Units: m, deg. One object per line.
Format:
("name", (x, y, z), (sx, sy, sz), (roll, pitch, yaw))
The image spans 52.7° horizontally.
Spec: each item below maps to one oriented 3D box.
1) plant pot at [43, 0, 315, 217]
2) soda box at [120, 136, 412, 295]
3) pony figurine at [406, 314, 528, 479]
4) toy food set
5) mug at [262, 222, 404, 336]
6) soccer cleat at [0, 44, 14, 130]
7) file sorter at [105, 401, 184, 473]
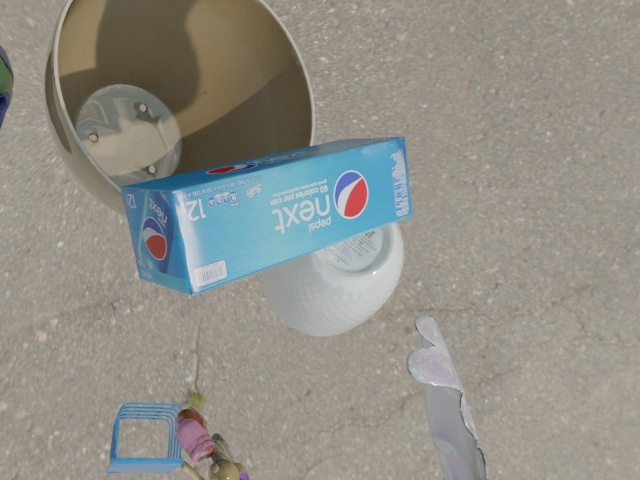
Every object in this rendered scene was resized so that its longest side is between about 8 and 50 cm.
("plant pot", (-0.175, -0.136, 0.712), (0.284, 0.191, 0.284), (9, 75, -38))
("soda box", (-0.028, -0.027, 0.470), (0.210, 0.071, 0.067), (-18, 107, -39))
("pony figurine", (0.140, 0.257, 0.472), (0.364, 0.351, 0.302), (9, 59, 6))
("toy food set", (-0.084, 0.156, 0.492), (0.019, 0.122, 0.078), (-42, 106, -6))
("mug", (0.000, 0.000, 1.330), (0.276, 0.328, 0.374), (-36, 83, -18))
("soccer cleat", (-0.428, -0.104, 0.728), (0.093, 0.121, 0.289), (7, 136, -44))
("file sorter", (-0.314, 0.357, 1.158), (0.118, 0.170, 0.104), (7, 65, -19))
